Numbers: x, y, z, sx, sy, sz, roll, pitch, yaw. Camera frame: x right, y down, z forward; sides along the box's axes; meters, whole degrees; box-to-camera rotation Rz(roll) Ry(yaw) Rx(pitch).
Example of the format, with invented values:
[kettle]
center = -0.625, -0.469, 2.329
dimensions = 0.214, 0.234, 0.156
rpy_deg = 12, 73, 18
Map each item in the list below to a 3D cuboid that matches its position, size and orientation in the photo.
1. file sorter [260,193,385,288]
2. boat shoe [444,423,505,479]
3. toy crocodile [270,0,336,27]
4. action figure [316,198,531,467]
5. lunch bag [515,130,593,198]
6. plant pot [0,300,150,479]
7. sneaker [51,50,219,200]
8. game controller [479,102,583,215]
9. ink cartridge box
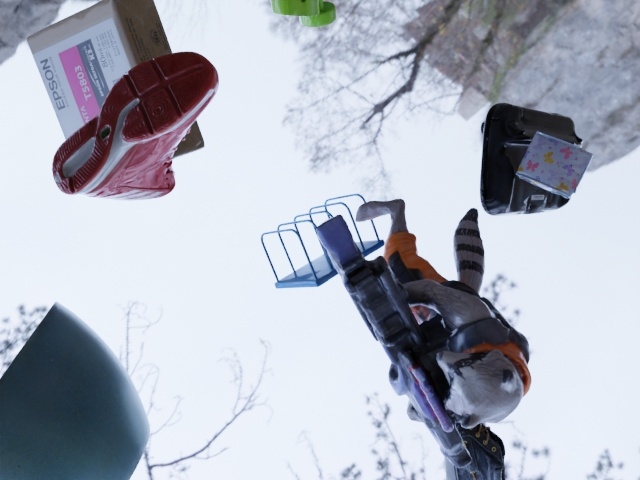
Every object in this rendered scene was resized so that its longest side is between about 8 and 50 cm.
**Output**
[file sorter]
center = 0.000, 0.000, 1.198
dimensions = 0.170, 0.118, 0.104
rpy_deg = -30, -76, -37
[boat shoe]
center = 0.218, 0.273, 0.998
dimensions = 0.065, 0.083, 0.183
rpy_deg = -35, -63, -65
[toy crocodile]
center = -0.030, -0.477, 1.264
dimensions = 0.105, 0.115, 0.340
rpy_deg = -5, -141, 3
[action figure]
center = 0.130, 0.059, 0.764
dimensions = 0.341, 0.179, 0.330
rpy_deg = 59, -171, -31
[lunch bag]
center = 0.329, -0.104, 0.980
dimensions = 0.083, 0.071, 0.053
rpy_deg = 26, -173, 24
[plant pot]
center = -0.336, 0.251, 0.885
dimensions = 0.195, 0.290, 0.290
rpy_deg = 35, -137, -14
[sneaker]
center = -0.184, -0.121, 0.786
dimensions = 0.087, 0.221, 0.128
rpy_deg = 66, -162, 16
[game controller]
center = 0.335, -0.124, 1.108
dimensions = 0.067, 0.166, 0.319
rpy_deg = 19, -165, 37
[ink cartridge box]
center = -0.300, -0.217, 1.022
dimensions = 0.088, 0.193, 0.234
rpy_deg = -38, -68, -56
